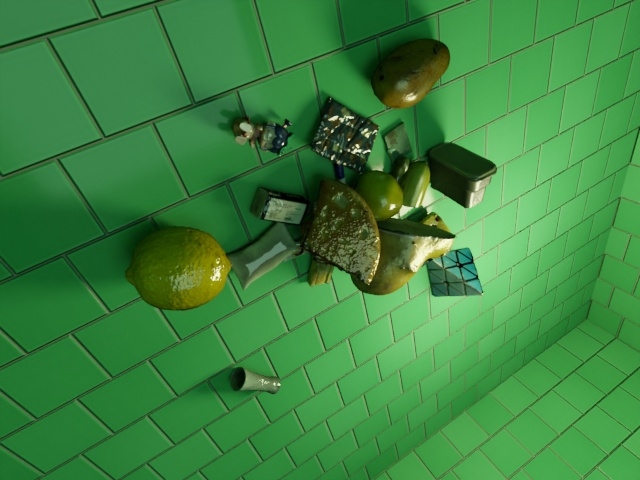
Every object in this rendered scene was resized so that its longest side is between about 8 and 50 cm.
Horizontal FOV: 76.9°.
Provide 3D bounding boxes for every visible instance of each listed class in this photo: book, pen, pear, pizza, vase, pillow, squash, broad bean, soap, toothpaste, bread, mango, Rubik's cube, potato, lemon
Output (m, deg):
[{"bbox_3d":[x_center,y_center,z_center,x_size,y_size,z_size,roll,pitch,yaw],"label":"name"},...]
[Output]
[{"bbox_3d":[0.292,-0.365,1.527,0.103,0.017,0.135,-37,131,-9],"label":"book"},{"bbox_3d":[0.088,-0.172,1.502,0.033,0.033,0.268,-27,128,-17],"label":"pen"},{"bbox_3d":[0.209,-0.164,1.485,0.199,0.198,0.198,-16,124,-25],"label":"pear"},{"bbox_3d":[0.067,-0.019,1.406,0.278,0.114,0.408,-29,96,2],"label":"pizza"},{"bbox_3d":[-0.268,0.600,1.704,0.219,0.096,0.096,31,98,-44],"label":"vase"},{"bbox_3d":[0.089,-0.349,1.376,0.256,0.034,0.188,16,94,-40],"label":"pillow"},{"bbox_3d":[0.374,-0.227,1.595,0.123,0.123,0.186,1,117,-33],"label":"squash"},{"bbox_3d":[0.283,-0.212,1.583,0.052,0.052,0.255,10,115,-24],"label":"broad bean"},{"bbox_3d":[0.018,0.079,1.568,0.092,0.037,0.251,-8,134,-27],"label":"soap"},{"bbox_3d":[-0.207,0.047,1.416,0.254,0.078,0.144,-35,113,-9],"label":"pillow"},{"bbox_3d":[0.000,0.000,1.543,0.315,0.056,0.058,-20,86,-18],"label":"toothpaste"},{"bbox_3d":[0.396,0.017,1.746,0.362,0.077,0.138,-34,88,-11],"label":"bread"},{"bbox_3d":[0.315,-0.559,1.333,0.330,0.175,0.176,-34,175,-11],"label":"mango"},{"bbox_3d":[0.659,0.165,1.999,0.234,0.227,0.229,-11,175,14],"label":"Rubik's cube"},{"bbox_3d":[0.299,0.072,1.595,0.398,0.290,0.295,4,107,-32],"label":"potato"},{"bbox_3d":[-0.408,0.083,1.196,0.311,0.253,0.253,-2,118,-32],"label":"lemon"}]

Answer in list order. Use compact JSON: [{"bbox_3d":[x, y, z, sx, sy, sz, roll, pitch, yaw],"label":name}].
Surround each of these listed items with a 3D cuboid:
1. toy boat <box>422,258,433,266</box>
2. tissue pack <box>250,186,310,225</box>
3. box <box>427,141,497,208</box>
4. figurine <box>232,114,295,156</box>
[{"bbox_3d":[0.375,0.100,1.823,0.246,0.103,0.092,-22,137,-6],"label":"toy boat"},{"bbox_3d":[-0.135,-0.112,1.357,0.170,0.090,0.103,8,113,-38],"label":"tissue pack"},{"bbox_3d":[0.554,-0.256,1.601,0.139,0.274,0.178,-27,135,-15],"label":"box"},{"bbox_3d":[-0.167,-0.321,1.207,0.195,0.102,0.111,12,122,-34],"label":"figurine"}]
